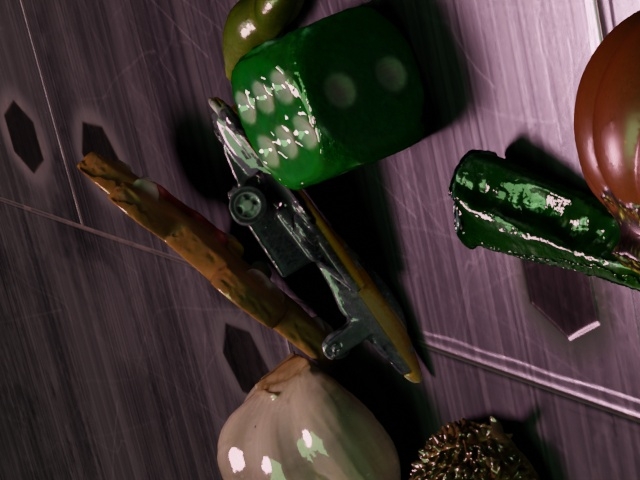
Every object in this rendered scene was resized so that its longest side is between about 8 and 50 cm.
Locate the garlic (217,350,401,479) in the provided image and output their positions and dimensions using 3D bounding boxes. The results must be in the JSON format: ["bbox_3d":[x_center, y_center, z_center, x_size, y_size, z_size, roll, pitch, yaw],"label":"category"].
[{"bbox_3d":[-0.019,0.214,1.846,0.178,0.143,0.229,59,156,-7],"label":"garlic"}]

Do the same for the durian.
[{"bbox_3d":[0.131,0.222,1.672,0.148,0.091,0.188,47,144,30],"label":"durian"}]

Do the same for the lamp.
[{"bbox_3d":[0.259,-0.053,1.147,0.223,0.196,0.223,34,175,3],"label":"lamp"}]

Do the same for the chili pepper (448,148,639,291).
[{"bbox_3d":[0.196,0.002,1.448,0.227,0.059,0.088,28,138,42],"label":"chili pepper"}]

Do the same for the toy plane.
[{"bbox_3d":[-0.011,0.006,1.739,0.316,0.103,0.204,63,180,0],"label":"toy plane"}]

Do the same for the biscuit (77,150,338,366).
[{"bbox_3d":[-0.122,-0.002,1.875,0.340,0.047,0.216,38,179,39],"label":"biscuit"}]

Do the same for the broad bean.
[{"bbox_3d":[-0.055,-0.202,1.712,0.070,0.048,0.213,53,148,22],"label":"broad bean"}]

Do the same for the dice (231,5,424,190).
[{"bbox_3d":[0.006,-0.120,1.597,0.128,0.120,0.131,-13,101,60],"label":"dice"}]
